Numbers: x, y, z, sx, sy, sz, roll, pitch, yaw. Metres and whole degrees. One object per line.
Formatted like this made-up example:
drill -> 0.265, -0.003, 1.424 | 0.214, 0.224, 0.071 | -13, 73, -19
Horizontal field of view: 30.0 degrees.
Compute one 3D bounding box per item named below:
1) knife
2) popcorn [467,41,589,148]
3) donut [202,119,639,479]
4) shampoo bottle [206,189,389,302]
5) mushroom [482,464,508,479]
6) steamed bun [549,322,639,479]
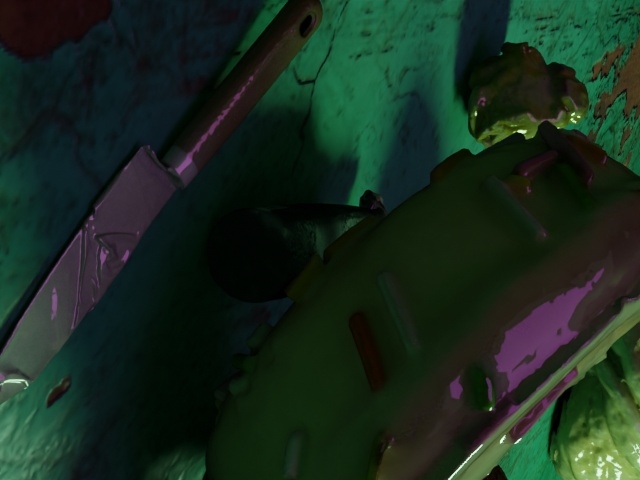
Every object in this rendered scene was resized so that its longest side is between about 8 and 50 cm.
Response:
knife -> -0.085, -0.030, 0.613 | 0.298, 0.017, 0.047 | -55, 151, -22
popcorn -> 0.166, -0.116, 1.006 | 0.109, 0.089, 0.097 | -37, 177, -37
donut -> 0.062, 0.092, 0.753 | 0.307, 0.150, 0.371 | -24, 154, -46
shampoo bottle -> 0.001, 0.001, 0.775 | 0.208, 0.057, 0.063 | -7, 104, -66
mushroom -> 0.113, 0.316, 1.157 | 0.253, 0.153, 0.253 | 14, 90, -69
steamed bun -> 0.511, 0.259, 1.884 | 0.325, 0.230, 0.372 | -36, 138, -57
